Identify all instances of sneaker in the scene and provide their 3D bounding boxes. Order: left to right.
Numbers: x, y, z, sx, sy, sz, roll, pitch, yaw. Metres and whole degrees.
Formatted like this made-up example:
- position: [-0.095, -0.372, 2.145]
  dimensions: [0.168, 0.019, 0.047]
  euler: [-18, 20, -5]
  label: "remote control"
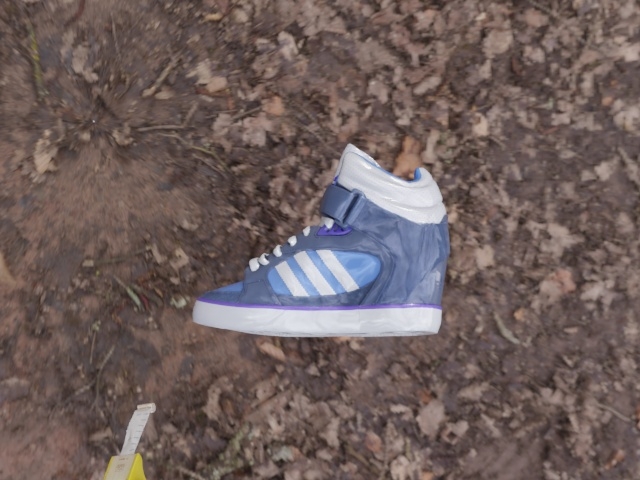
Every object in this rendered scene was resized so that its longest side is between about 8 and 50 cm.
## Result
- position: [0.000, 0.000, 1.093]
  dimensions: [0.323, 0.130, 0.236]
  euler: [-1, 81, 16]
  label: "sneaker"

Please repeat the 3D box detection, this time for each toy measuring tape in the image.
- position: [-0.385, 0.489, 1.798]
  dimensions: [0.122, 0.330, 0.121]
  euler: [3, 126, 5]
  label: "toy measuring tape"
